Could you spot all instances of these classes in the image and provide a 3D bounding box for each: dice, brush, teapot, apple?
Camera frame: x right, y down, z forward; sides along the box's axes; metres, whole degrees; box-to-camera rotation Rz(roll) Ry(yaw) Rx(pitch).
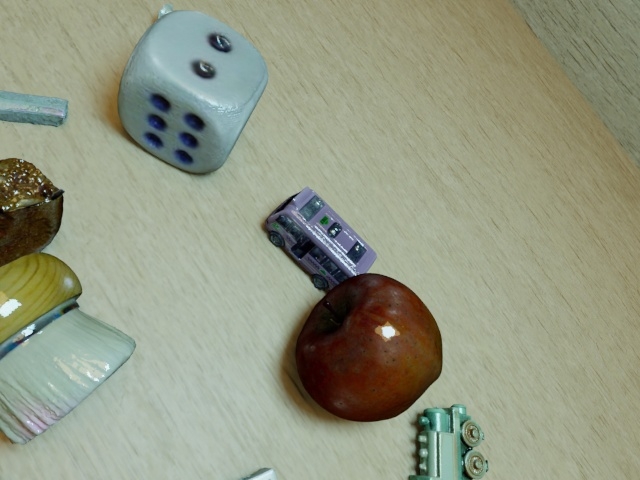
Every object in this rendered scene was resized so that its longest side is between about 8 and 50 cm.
[{"bbox_3d":[-0.212,-0.247,0.728,0.194,0.193,0.192,31,53,-15],"label":"dice"},{"bbox_3d":[-0.361,0.149,0.467,0.266,0.174,0.166,-41,99,-30],"label":"brush"},{"bbox_3d":[-0.294,-0.431,0.861,0.064,0.064,0.083,29,86,-6],"label":"teapot"},{"bbox_3d":[0.080,0.166,0.677,0.233,0.234,0.234,13,60,-24],"label":"apple"}]

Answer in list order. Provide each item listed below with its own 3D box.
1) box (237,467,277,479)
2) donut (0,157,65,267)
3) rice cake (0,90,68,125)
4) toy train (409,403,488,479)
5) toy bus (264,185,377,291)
[{"bbox_3d":[-0.143,0.459,0.502,0.264,0.048,0.274,-6,69,-31],"label":"box"},{"bbox_3d":[-0.439,-0.018,0.518,0.217,0.141,0.085,-25,70,-37],"label":"donut"},{"bbox_3d":[-0.499,-0.207,0.638,0.210,0.034,0.043,1,63,-30],"label":"rice cake"},{"bbox_3d":[0.219,0.382,0.737,0.125,0.081,0.194,16,60,-18],"label":"toy train"},{"bbox_3d":[0.000,0.000,0.779,0.199,0.108,0.096,45,52,-3],"label":"toy bus"}]
